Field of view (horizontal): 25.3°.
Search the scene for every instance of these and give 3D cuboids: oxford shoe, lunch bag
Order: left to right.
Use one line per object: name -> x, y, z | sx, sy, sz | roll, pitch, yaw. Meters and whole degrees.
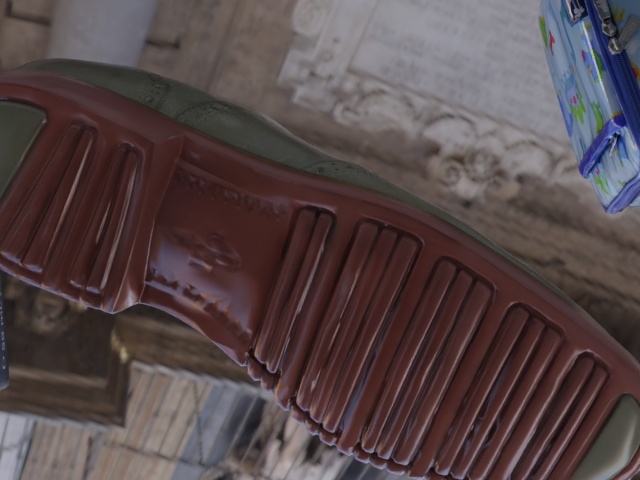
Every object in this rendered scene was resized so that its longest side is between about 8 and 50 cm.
oxford shoe -> 0.000, 0.000, 0.756 | 0.397, 0.140, 0.146 | 29, -153, 2
lunch bag -> 0.211, -0.111, 0.962 | 0.090, 0.219, 0.176 | -18, -96, 2

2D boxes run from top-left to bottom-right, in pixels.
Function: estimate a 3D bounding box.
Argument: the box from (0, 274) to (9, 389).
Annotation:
box -> -0.329, -0.028, 0.908 | 0.183, 0.294, 0.296 | -5, -90, 4
